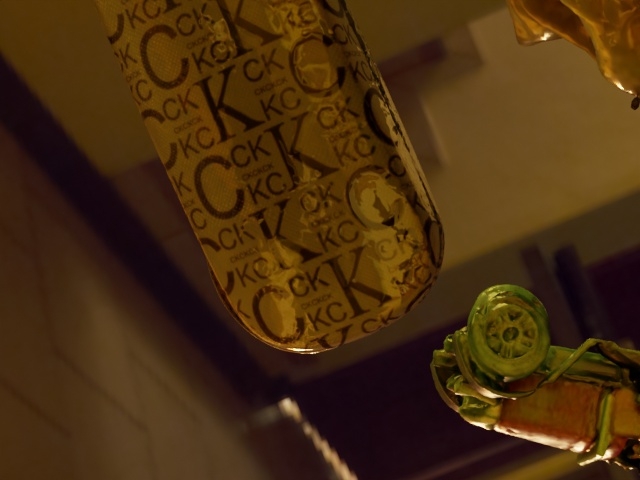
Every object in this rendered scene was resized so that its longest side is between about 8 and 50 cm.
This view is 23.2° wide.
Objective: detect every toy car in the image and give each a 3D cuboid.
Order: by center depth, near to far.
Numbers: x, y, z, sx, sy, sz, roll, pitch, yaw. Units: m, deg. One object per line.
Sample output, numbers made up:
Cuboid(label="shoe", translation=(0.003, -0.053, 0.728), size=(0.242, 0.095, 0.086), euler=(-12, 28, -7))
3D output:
Cuboid(label="toy car", translation=(0.111, 0.057, 0.555), size=(0.073, 0.143, 0.054), euler=(108, -8, -75))

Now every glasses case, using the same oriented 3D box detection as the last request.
Cuboid(label="glasses case", translation=(-0.043, -0.106, 0.928), size=(0.355, 0.137, 0.085), euler=(65, 17, 3))

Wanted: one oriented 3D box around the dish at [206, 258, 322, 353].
Cuboid(label="dish", translation=(0.000, 0.000, 1.057), size=(0.078, 0.141, 0.141), euler=(-18, 85, -60))

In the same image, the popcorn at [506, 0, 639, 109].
Cuboid(label="popcorn", translation=(0.162, -0.139, 0.597), size=(0.249, 0.249, 0.225), euler=(-89, 178, -72))
